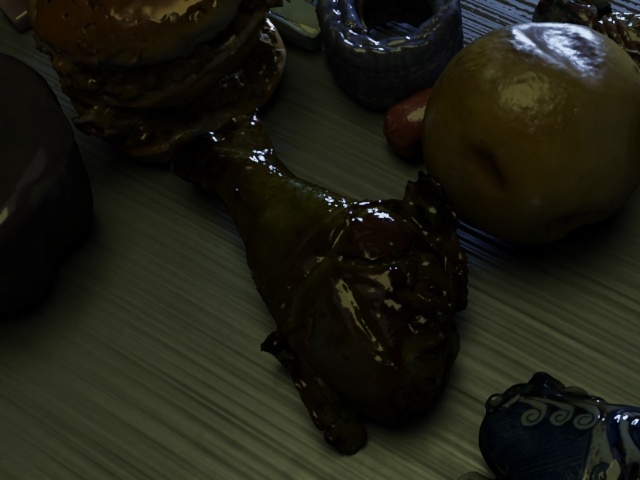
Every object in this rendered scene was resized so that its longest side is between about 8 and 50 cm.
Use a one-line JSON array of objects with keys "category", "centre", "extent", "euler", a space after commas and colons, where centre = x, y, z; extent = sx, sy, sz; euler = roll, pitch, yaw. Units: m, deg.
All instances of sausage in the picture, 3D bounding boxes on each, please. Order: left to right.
[{"category": "sausage", "centre": [0.106, -0.120, 1.343], "extent": [0.094, 0.059, 0.054], "euler": [-26, 56, -6]}]

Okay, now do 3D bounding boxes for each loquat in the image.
[{"category": "loquat", "centre": [0.196, -0.105, 1.235], "extent": [0.213, 0.213, 0.213], "euler": [-4, 58, 7]}]

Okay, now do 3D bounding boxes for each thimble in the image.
[{"category": "thimble", "centre": [0.071, -0.211, 1.382], "extent": [0.150, 0.098, 0.150], "euler": [-4, 58, 6]}]

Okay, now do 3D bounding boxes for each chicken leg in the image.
[{"category": "chicken leg", "centre": [0.011, -0.004, 1.242], "extent": [0.211, 0.140, 0.361], "euler": [-29, 62, 1]}]

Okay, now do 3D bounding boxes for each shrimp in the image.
[{"category": "shrimp", "centre": [0.317, -0.187, 1.344], "extent": [0.233, 0.079, 0.090], "euler": [21, 27, 17]}]

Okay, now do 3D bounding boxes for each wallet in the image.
[{"category": "wallet", "centre": [-0.002, -0.281, 1.471], "extent": [0.110, 0.039, 0.155], "euler": [30, 69, 25]}]

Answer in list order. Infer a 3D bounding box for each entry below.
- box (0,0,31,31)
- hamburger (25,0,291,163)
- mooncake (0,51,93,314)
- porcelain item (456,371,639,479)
[{"category": "box", "centre": [-0.300, -0.278, 1.526], "extent": [0.115, 0.025, 0.048], "euler": [-34, 61, -12]}, {"category": "hamburger", "centre": [-0.149, -0.222, 1.359], "extent": [0.260, 0.211, 0.245], "euler": [-2, 59, 14]}, {"category": "mooncake", "centre": [-0.367, -0.056, 1.327], "extent": [0.306, 0.154, 0.306], "euler": [-4, 60, 7]}, {"category": "porcelain item", "centre": [0.160, 0.230, 1.082], "extent": [0.186, 0.138, 0.288], "euler": [30, 66, 35]}]
